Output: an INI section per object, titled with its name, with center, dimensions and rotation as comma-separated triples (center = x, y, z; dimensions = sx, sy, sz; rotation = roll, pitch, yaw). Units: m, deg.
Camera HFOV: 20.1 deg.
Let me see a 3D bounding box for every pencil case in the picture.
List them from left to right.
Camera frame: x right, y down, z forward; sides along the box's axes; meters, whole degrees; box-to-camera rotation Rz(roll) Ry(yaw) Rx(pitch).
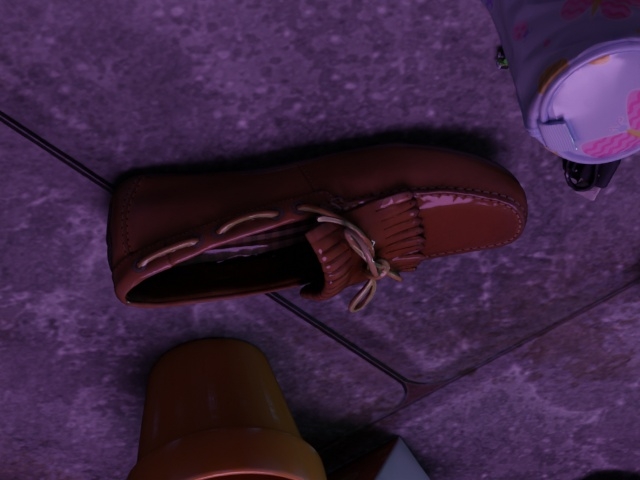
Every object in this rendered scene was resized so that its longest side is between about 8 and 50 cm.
[pencil case]
center = 0.174, -0.180, 1.344
dimensions = 0.124, 0.273, 0.113
rotation = -15, 136, -6

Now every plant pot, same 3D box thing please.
[plant pot]
center = -0.102, 0.210, 1.832
dimensions = 0.205, 0.188, 0.205
rotation = -7, 141, -5

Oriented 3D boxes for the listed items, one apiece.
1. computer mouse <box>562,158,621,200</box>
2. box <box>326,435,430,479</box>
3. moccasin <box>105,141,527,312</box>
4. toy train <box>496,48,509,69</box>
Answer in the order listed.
[computer mouse]
center = 0.373, -0.093, 1.659
dimensions = 0.272, 0.072, 0.188
rotation = 2, 139, -17
[box]
center = 0.007, 0.390, 1.943
dimensions = 0.215, 0.345, 0.168
rotation = -32, 97, 24
[moccasin]
center = 0.000, -0.002, 1.620
dimensions = 0.380, 0.147, 0.139
rotation = -3, 141, -11
[toy train]
center = 0.191, -0.155, 1.581
dimensions = 0.083, 0.017, 0.023
rotation = 4, 150, -18
